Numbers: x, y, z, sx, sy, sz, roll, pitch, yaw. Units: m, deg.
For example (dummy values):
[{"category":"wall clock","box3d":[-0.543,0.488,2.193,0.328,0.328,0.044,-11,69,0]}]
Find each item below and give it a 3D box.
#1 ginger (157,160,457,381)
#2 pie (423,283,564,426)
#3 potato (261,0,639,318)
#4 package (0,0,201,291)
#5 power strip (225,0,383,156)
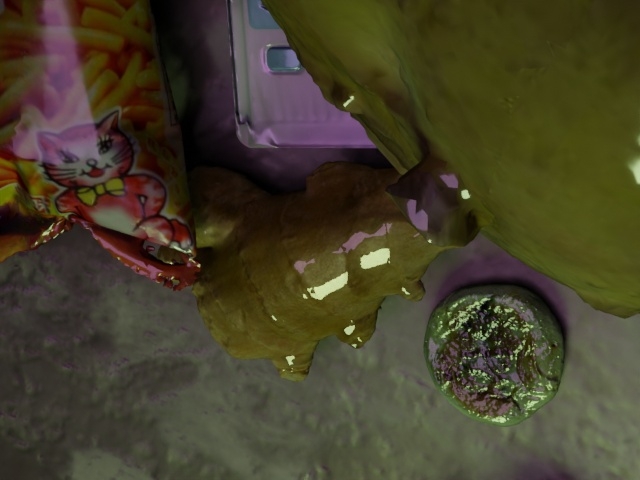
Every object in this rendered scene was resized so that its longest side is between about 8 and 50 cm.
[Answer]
[{"category":"ginger","box3d":[-0.005,0.013,0.945,0.205,0.081,0.115,-4,73,29]},{"category":"pie","box3d":[0.096,0.064,0.957,0.085,0.017,0.085,6,108,19]},{"category":"potato","box3d":[0.123,-0.177,0.696,0.385,0.319,0.442,-29,94,16]},{"category":"package","box3d":[-0.178,-0.108,0.960,0.223,0.108,0.288,-5,95,27]},{"category":"power strip","box3d":[0.002,-0.177,0.907,0.109,0.037,0.279,2,106,19]}]
